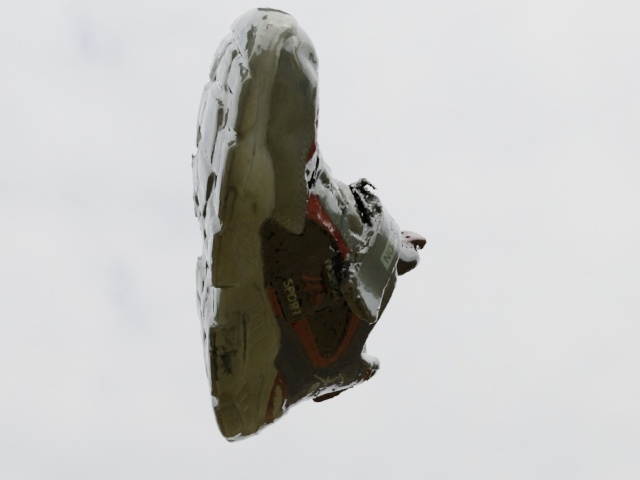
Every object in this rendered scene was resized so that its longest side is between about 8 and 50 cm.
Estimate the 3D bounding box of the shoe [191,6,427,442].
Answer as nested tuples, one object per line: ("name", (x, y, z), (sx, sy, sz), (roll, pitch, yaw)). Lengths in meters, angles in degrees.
("shoe", (0.000, 0.000, 0.488), (0.125, 0.099, 0.227), (0, -62, -10))
